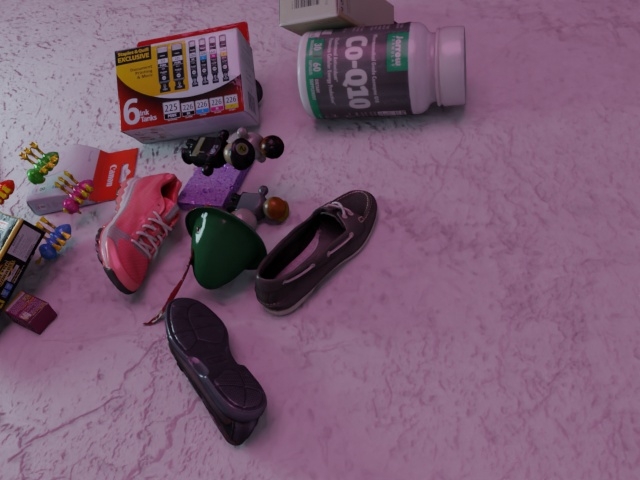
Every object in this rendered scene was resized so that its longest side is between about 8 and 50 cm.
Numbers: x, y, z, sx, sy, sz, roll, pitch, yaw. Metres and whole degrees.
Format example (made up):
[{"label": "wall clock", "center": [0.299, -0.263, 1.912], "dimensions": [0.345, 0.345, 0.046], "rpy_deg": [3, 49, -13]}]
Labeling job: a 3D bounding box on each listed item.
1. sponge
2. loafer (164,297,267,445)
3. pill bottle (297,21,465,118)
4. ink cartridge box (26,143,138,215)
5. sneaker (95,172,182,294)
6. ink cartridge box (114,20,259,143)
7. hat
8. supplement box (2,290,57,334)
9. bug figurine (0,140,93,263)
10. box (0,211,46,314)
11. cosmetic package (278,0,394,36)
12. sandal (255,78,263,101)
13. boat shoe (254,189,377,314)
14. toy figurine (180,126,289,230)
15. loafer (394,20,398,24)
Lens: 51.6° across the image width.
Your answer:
[{"label": "sponge", "center": [-0.230, -0.148, 1.500], "dimensions": [0.117, 0.031, 0.210], "rpy_deg": [6, 51, 20]}, {"label": "loafer", "center": [-0.195, 0.216, 1.120], "dimensions": [0.109, 0.095, 0.302], "rpy_deg": [-2, 33, -36]}, {"label": "pill bottle", "center": [0.144, -0.385, 1.503], "dimensions": [0.362, 0.204, 0.204], "rpy_deg": [-1, 48, 14]}, {"label": "ink cartridge box", "center": [-0.567, -0.162, 1.584], "dimensions": [0.233, 0.066, 0.189], "rpy_deg": [-13, 47, 7]}, {"label": "sneaker", "center": [-0.358, -0.034, 1.352], "dimensions": [0.136, 0.116, 0.313], "rpy_deg": [-18, 45, 17]}, {"label": "ink cartridge box", "center": [-0.322, -0.397, 1.591], "dimensions": [0.310, 0.130, 0.271], "rpy_deg": [-8, 83, 10]}, {"label": "hat", "center": [-0.214, 0.069, 1.215], "dimensions": [0.173, 0.208, 0.183], "rpy_deg": [23, 57, 8]}, {"label": "supplement box", "center": [-0.575, 0.142, 1.314], "dimensions": [0.083, 0.043, 0.055], "rpy_deg": [18, 55, 28]}, {"label": "bug figurine", "center": [-0.619, -0.086, 1.469], "dimensions": [0.279, 0.072, 0.216], "rpy_deg": [35, 79, 17]}, {"label": "box", "center": [-0.749, 0.048, 1.360], "dimensions": [0.322, 0.079, 0.257], "rpy_deg": [15, 75, 30]}, {"label": "cosmetic package", "center": [0.046, -0.543, 1.596], "dimensions": [0.160, 0.309, 0.113], "rpy_deg": [1, 91, 30]}, {"label": "sandal", "center": [-0.266, -0.391, 1.699], "dimensions": [0.255, 0.097, 0.054], "rpy_deg": [13, 40, 12]}, {"label": "boat shoe", "center": [0.000, 0.000, 1.262], "dimensions": [0.112, 0.095, 0.335], "rpy_deg": [25, 58, 31]}, {"label": "toy figurine", "center": [-0.157, -0.116, 1.314], "dimensions": [0.148, 0.212, 0.210], "rpy_deg": [6, 15, 27]}, {"label": "loafer", "center": [0.110, -0.587, 1.790], "dimensions": [0.223, 0.076, 0.078], "rpy_deg": [27, 54, 27]}]
